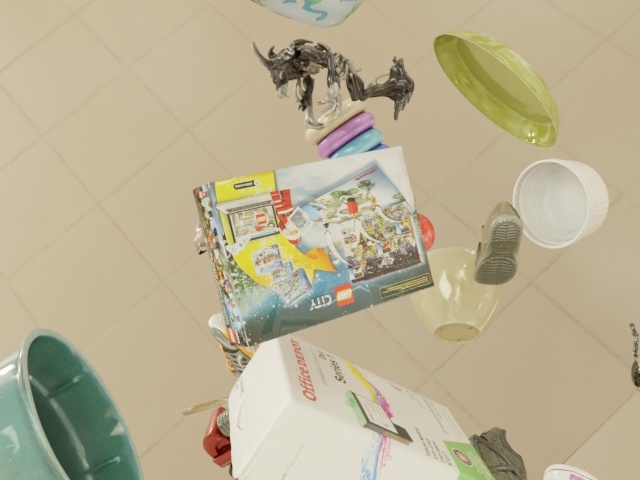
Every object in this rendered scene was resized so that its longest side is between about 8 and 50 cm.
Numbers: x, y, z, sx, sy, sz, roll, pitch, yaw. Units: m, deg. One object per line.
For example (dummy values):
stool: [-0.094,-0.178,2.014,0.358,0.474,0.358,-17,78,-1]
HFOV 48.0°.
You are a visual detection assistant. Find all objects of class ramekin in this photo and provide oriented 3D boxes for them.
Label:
ramekin: [0.561,-0.090,1.658,0.109,0.207,0.207,-11,58,-35]

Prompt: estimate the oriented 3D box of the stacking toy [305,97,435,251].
stacking toy: [0.116,-0.115,1.410,0.141,0.141,0.330,-36,91,-5]

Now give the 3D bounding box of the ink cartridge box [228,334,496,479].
ink cartridge box: [0.042,0.237,0.851,0.278,0.201,0.117,27,100,-16]

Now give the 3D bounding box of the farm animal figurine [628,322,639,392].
farm animal figurine: [0.500,0.186,0.771,0.172,0.330,0.326,-19,69,-24]

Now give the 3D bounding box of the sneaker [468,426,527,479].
sneaker: [0.234,0.363,1.197,0.228,0.087,0.130,13,34,23]

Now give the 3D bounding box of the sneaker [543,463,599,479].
sneaker: [0.656,0.668,1.729,0.282,0.102,0.161,34,33,16]

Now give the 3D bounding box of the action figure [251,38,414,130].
action figure: [0.013,-0.262,1.216,0.276,0.164,0.140,8,92,-8]

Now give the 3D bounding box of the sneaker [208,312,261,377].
sneaker: [-0.141,0.209,1.311,0.083,0.215,0.084,-31,39,13]

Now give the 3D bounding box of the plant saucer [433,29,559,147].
plant saucer: [0.271,-0.236,1.083,0.037,0.241,0.241,-48,66,0]

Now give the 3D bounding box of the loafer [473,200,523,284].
loafer: [0.402,0.009,1.613,0.095,0.251,0.087,7,50,2]

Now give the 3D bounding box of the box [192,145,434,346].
box: [0.000,0.000,0.737,0.233,0.044,0.159,-14,92,-31]

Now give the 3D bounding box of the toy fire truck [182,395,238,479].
toy fire truck: [-0.185,0.383,1.504,0.217,0.246,0.158,-38,22,30]

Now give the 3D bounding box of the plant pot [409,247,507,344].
plant pot: [0.377,0.176,1.996,0.284,0.284,0.190,-1,56,12]

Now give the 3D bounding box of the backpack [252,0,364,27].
backpack: [-0.059,-0.387,0.779,0.273,0.356,0.290,-30,45,28]

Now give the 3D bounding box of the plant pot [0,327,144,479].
plant pot: [-0.496,0.359,1.082,0.334,0.341,0.341,-28,64,-4]

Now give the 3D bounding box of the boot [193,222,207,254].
boot: [-0.290,-0.016,1.877,0.118,0.042,0.086,-31,61,41]
